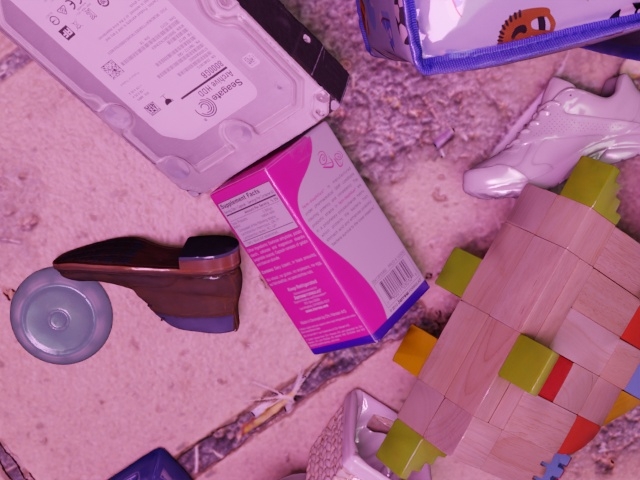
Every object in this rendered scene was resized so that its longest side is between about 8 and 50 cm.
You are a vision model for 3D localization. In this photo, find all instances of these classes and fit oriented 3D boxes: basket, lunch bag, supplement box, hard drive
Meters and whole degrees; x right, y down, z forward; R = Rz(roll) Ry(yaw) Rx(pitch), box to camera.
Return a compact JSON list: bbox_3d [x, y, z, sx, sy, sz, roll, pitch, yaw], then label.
[{"bbox_3d":[0.052,0.266,1.194,0.113,0.167,0.103,34,108,-9],"label":"basket"},{"bbox_3d":[0.232,-0.289,1.009,0.385,0.328,0.239,-14,105,-3],"label":"lunch bag"},{"bbox_3d":[0.000,0.000,1.144,0.111,0.114,0.220,-41,105,-39],"label":"supplement box"},{"bbox_3d":[-0.167,-0.207,1.047,0.237,0.064,0.339,-27,123,37],"label":"hard drive"}]

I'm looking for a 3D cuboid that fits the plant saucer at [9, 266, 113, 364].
[{"bbox_3d":[-0.301,0.090,1.212,0.119,0.021,0.119,-1,101,-3],"label":"plant saucer"}]

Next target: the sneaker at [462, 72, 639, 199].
[{"bbox_3d":[0.257,-0.120,1.176,0.232,0.090,0.115,-21,95,-8],"label":"sneaker"}]

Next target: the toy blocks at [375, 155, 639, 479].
[{"bbox_3d":[0.264,0.126,1.158,0.261,0.190,0.381,28,91,-37],"label":"toy blocks"}]

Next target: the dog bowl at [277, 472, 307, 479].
[{"bbox_3d":[0.040,0.422,1.145,0.348,0.349,0.102,35,111,-9],"label":"dog bowl"}]

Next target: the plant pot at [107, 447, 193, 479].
[{"bbox_3d":[-0.209,0.417,1.187,0.236,0.212,0.236,-36,102,4],"label":"plant pot"}]

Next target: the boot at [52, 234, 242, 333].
[{"bbox_3d":[-0.191,0.056,1.178,0.219,0.082,0.106,-1,114,14],"label":"boot"}]

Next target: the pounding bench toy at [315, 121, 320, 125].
[{"bbox_3d":[-0.031,-0.154,1.146,0.065,0.083,0.052,3,101,-4],"label":"pounding bench toy"}]
